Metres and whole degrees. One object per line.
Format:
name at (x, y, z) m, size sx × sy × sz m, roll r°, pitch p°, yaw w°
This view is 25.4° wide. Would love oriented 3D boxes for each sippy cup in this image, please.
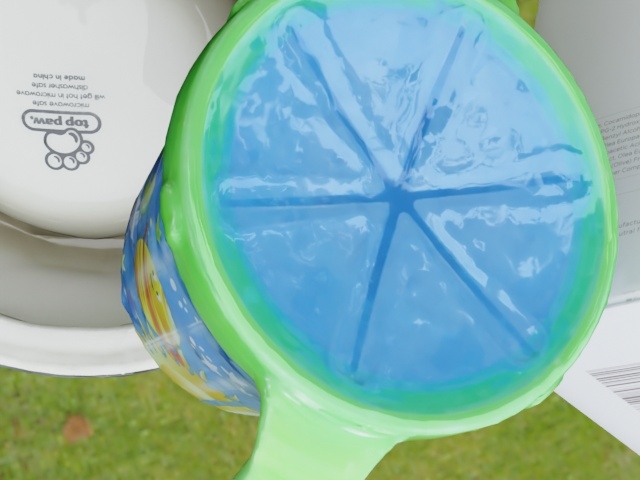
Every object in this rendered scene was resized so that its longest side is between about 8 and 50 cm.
sippy cup at (0.000, 0.000, 0.758) m, size 0.305 × 0.240 × 0.224 m, roll -33°, pitch -178°, yaw -28°

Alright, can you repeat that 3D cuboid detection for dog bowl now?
dog bowl at (-0.171, -0.113, 0.989) m, size 0.407 × 0.150 × 0.408 m, roll 1°, pitch 118°, yaw 3°

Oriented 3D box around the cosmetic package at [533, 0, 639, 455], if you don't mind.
cosmetic package at (0.237, -0.068, 0.905) m, size 0.155 × 0.366 × 0.197 m, roll -16°, pitch 140°, yaw 44°
